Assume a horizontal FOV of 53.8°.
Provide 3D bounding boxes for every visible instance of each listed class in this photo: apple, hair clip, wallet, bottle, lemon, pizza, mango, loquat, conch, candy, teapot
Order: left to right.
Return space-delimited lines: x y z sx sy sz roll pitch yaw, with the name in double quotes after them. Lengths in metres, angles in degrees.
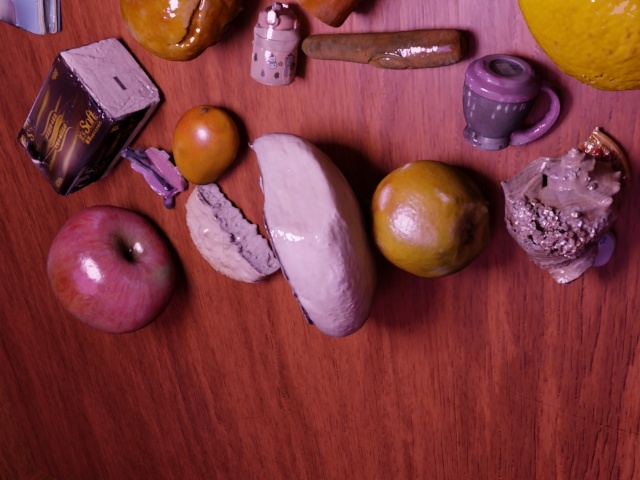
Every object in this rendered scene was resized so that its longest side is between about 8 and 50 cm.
-0.768 -0.631 1.600 0.250 0.075 0.176 26 125 24 "wallet"
-0.557 0.084 1.680 0.269 0.345 0.345 -36 91 36 "apple"
-0.417 -0.176 1.597 0.187 0.056 0.146 41 139 -16 "hair clip"
-0.266 -0.214 1.424 0.151 0.120 0.221 53 141 -1 "mango"
-0.083 -0.383 1.207 0.099 0.099 0.152 24 125 25 "bottle"
0.000 0.000 1.234 0.386 0.186 0.427 -114 6 -45 "candy"
0.176 -0.040 1.138 0.246 0.213 0.213 19 126 42 "loquat"
0.296 -0.218 1.020 0.146 0.148 0.116 95 158 -45 "teapot"
0.373 -0.035 0.997 0.178 0.163 0.245 46 152 53 "conch"
0.449 -0.114 0.996 0.099 0.029 0.100 35 132 16 "pizza"
0.378 -0.321 0.786 0.245 0.245 0.320 -25 100 43 "lemon"

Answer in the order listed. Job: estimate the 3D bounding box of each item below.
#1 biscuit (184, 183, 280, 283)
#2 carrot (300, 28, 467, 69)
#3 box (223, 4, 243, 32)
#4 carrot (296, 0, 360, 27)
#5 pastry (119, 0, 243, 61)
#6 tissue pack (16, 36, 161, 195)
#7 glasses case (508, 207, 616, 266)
-0.233 0.006 1.548 0.281 0.084 0.179 47 133 5 "biscuit"
0.094 -0.338 1.118 0.342 0.070 0.070 12 121 34 "carrot"
-0.207 -0.476 1.287 0.083 0.035 0.079 53 134 1 "box"
0.049 -0.500 1.008 0.254 0.196 0.196 -37 90 33 "carrot"
-0.280 -0.521 1.196 0.356 0.164 0.356 8 102 42 "pastry"
-0.565 -0.298 1.550 0.210 0.198 0.370 54 132 2 "tissue pack"
0.408 -0.011 1.074 0.178 0.045 0.067 22 124 26 "glasses case"
